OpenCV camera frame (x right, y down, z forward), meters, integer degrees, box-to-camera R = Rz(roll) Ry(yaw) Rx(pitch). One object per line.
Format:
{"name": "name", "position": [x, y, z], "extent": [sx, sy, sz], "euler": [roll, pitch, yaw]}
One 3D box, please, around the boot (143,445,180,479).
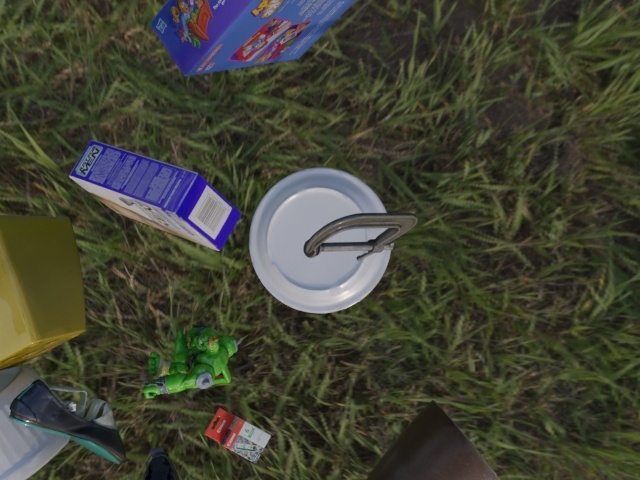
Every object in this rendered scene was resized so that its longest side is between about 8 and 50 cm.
{"name": "boot", "position": [-0.166, 0.411, 1.010], "extent": [0.091, 0.229, 0.263], "euler": [-16, 50, -3]}

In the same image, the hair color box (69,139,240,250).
{"name": "hair color box", "position": [-0.364, -0.100, 1.822], "extent": [0.339, 0.185, 0.110], "euler": [20, 75, 34]}

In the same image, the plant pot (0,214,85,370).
{"name": "plant pot", "position": [-0.485, 0.092, 1.272], "extent": [0.212, 0.212, 0.187], "euler": [-27, 83, 13]}

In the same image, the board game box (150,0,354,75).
{"name": "board game box", "position": [-0.002, -0.331, 0.928], "extent": [0.078, 0.347, 0.233], "euler": [55, 35, 6]}

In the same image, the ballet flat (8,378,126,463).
{"name": "ballet flat", "position": [-0.313, 0.233, 1.087], "extent": [0.074, 0.203, 0.074], "euler": [-17, 53, 24]}

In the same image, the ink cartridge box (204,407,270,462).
{"name": "ink cartridge box", "position": [-0.162, 0.381, 1.630], "extent": [0.115, 0.029, 0.063], "euler": [34, 76, -18]}

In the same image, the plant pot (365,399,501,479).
{"name": "plant pot", "position": [0.166, 0.422, 1.387], "extent": [0.230, 0.215, 0.215], "euler": [-37, 88, -4]}

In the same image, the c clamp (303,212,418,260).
{"name": "c clamp", "position": [0.042, 0.001, 0.971], "extent": [0.161, 0.137, 0.022], "euler": [2, 65, -46]}

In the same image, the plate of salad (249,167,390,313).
{"name": "plate of salad", "position": [0.000, 0.000, 1.144], "extent": [0.200, 0.048, 0.200], "euler": [-1, 86, 12]}

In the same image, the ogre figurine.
{"name": "ogre figurine", "position": [-0.217, 0.209, 1.455], "extent": [0.118, 0.197, 0.097], "euler": [-2, 95, 20]}

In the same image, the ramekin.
{"name": "ramekin", "position": [-0.542, 0.308, 1.329], "extent": [0.273, 0.273, 0.127], "euler": [-30, 106, -13]}
